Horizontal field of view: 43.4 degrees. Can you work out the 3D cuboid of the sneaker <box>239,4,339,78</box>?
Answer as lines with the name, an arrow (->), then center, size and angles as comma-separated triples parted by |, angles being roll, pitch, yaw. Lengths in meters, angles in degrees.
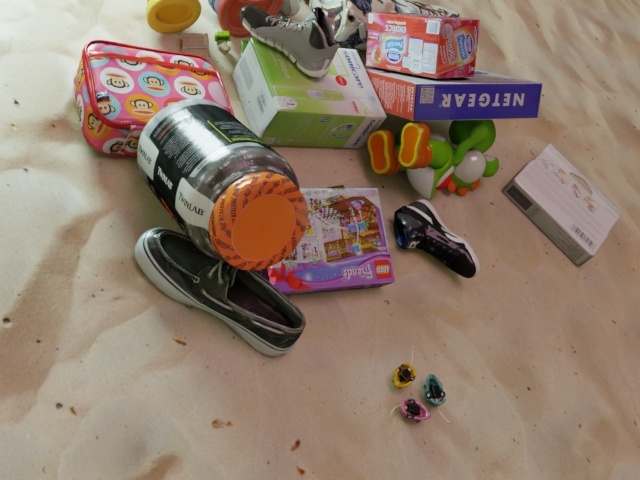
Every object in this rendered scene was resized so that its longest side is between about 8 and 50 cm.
sneaker -> -0.054, -0.456, 1.691 | 0.229, 0.132, 0.086 | 35, 44, -3

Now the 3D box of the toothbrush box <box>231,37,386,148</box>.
toothbrush box -> -0.026, -0.322, 1.784 | 0.283, 0.122, 0.206 | -1, 58, -34

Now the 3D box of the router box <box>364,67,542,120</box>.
router box -> 0.285, -0.345, 1.868 | 0.336, 0.082, 0.301 | -5, 20, -25

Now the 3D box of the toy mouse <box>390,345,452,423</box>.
toy mouse -> 0.190, 0.303, 1.529 | 0.143, 0.031, 0.161 | 41, 47, 1

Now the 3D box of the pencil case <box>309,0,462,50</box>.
pencil case -> 0.179, -0.540, 2.038 | 0.411, 0.159, 0.183 | 3, 35, -31

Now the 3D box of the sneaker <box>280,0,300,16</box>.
sneaker -> -0.162, -0.619, 1.936 | 0.252, 0.103, 0.111 | 37, 74, -18

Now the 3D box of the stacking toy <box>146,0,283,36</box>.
stacking toy -> -0.221, -0.583, 1.747 | 0.309, 0.279, 0.130 | -5, 63, -39

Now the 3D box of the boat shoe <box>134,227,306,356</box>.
boat shoe -> -0.165, 0.070, 1.415 | 0.335, 0.119, 0.121 | 34, 47, -7

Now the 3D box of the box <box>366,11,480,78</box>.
box -> 0.227, -0.448, 1.832 | 0.123, 0.128, 0.257 | -10, 21, -34

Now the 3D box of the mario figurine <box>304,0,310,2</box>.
mario figurine -> -0.053, -0.764, 2.115 | 0.320, 0.170, 0.198 | 68, 15, 11

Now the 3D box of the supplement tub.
supplement tub -> -0.170, -0.099, 1.386 | 0.207, 0.207, 0.338 | 0, 27, -32

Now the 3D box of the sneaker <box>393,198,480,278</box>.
sneaker -> 0.237, 0.014, 1.743 | 0.121, 0.079, 0.217 | -24, 64, -37

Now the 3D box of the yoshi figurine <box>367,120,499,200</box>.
yoshi figurine -> 0.287, -0.230, 1.864 | 0.362, 0.203, 0.203 | 1, 44, -44

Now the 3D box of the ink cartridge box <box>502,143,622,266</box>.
ink cartridge box -> 0.626, -0.098, 2.072 | 0.275, 0.060, 0.239 | 46, 46, 5

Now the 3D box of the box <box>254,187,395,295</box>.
box -> 0.000, 0.000, 1.576 | 0.293, 0.057, 0.200 | -2, 77, -33

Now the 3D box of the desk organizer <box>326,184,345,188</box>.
desk organizer -> 0.001, -0.077, 1.675 | 0.130, 0.047, 0.050 | -12, 63, -37

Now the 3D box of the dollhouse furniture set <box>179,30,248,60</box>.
dollhouse furniture set -> -0.236, -0.418, 1.790 | 0.152, 0.058, 0.076 | -4, 66, -12

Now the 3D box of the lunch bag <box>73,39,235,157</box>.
lunch bag -> -0.328, -0.283, 1.577 | 0.293, 0.120, 0.258 | 2, 54, -33
